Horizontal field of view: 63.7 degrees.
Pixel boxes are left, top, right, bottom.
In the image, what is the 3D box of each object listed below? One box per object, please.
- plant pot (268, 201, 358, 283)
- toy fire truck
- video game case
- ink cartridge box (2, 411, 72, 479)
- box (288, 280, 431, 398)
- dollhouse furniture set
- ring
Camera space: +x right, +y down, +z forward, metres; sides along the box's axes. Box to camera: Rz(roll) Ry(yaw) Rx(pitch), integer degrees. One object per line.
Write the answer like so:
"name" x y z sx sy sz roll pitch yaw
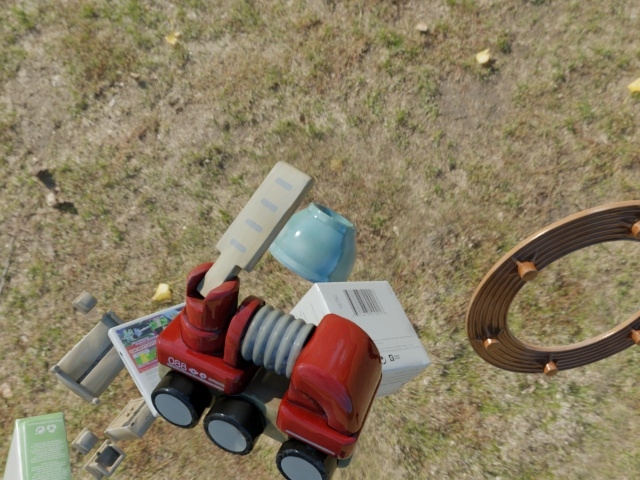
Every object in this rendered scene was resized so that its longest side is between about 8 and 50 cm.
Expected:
"plant pot" 0.000 0.000 1.658 0.293 0.293 0.196 33 102 11
"toy fire truck" -0.037 0.076 0.495 0.216 0.247 0.158 21 38 13
"video game case" -0.271 0.214 0.987 0.201 0.023 0.183 -18 63 -46
"ink cartridge box" -0.308 0.336 0.556 0.056 0.171 0.235 3 45 -37
"box" 0.062 0.176 0.904 0.180 0.119 0.182 2 50 -39
"dollhouse furniture set" -0.595 0.368 1.313 0.355 0.173 0.303 48 46 -14
"ring" 0.368 0.088 0.708 0.336 0.337 0.032 -11 42 1
